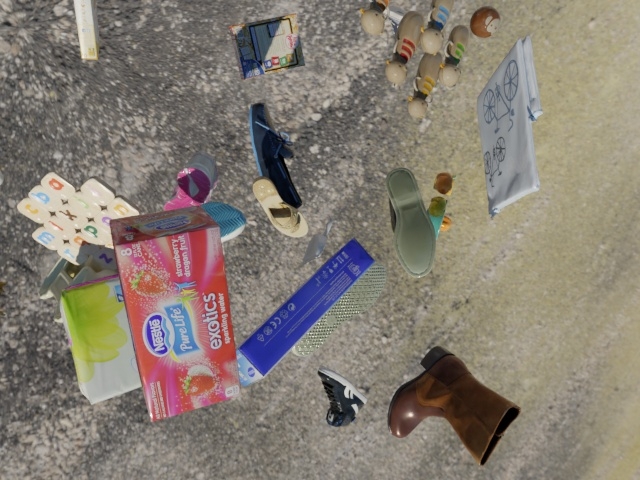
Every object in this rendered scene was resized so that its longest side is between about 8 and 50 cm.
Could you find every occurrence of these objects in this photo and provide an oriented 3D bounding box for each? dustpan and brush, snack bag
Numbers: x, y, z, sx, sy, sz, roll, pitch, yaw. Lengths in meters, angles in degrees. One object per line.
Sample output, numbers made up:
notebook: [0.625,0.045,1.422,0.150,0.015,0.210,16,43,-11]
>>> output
dustpan and brush: [0.000,0.000,1.984,0.060,0.147,0.211,21,69,-18]
snack bag: [0.445,-0.248,1.183,0.037,0.323,0.343,-4,82,0]

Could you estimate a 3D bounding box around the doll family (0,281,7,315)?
doll family: [-0.262,0.070,0.320,0.118,0.163,0.263,-6,141,-10]

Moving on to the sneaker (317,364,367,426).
sneaker: [0.042,0.439,1.363,0.217,0.079,0.121,47,68,-36]

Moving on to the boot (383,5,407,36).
boot: [0.275,-0.795,1.824,0.069,0.190,0.086,-11,130,-16]

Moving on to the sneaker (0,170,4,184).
sneaker: [-0.844,-0.239,1.216,0.094,0.090,0.235,-39,133,-21]

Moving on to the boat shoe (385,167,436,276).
boat shoe: [0.180,-0.031,0.985,0.081,0.228,0.069,-11,158,11]

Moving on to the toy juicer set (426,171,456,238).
toy juicer set: [0.377,-0.062,1.595,0.089,0.209,0.329,16,92,9]

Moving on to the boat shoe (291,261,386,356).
boat shoe: [0.052,0.242,1.944,0.500,0.156,0.187,-39,123,-17]

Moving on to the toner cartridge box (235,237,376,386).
toner cartridge box: [-0.043,0.147,1.045,0.075,0.165,0.348,46,60,2]

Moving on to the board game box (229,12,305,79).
board game box: [-0.151,-0.561,1.445,0.193,0.045,0.147,-18,115,-16]

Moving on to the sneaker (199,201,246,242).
sneaker: [-0.245,-0.019,1.076,0.092,0.228,0.088,21,59,-55]

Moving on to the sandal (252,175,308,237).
sandal: [-0.113,-0.071,1.414,0.088,0.079,0.240,-30,124,11]

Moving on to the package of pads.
package of pads: [-0.516,0.237,1.270,0.229,0.101,0.297,-16,95,-27]

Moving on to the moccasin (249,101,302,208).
moccasin: [-0.128,-0.254,1.527,0.116,0.138,0.342,-11,101,12]

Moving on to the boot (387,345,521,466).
boot: [0.296,0.417,1.154,0.096,0.280,0.264,38,91,-29]

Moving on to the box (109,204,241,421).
box: [-0.196,0.095,0.682,0.128,0.122,0.257,-11,111,-22]

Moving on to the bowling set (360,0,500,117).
bowling set: [0.213,-0.364,0.921,0.287,0.199,0.154,34,70,-44]

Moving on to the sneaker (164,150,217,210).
sneaker: [-0.313,-0.128,1.260,0.102,0.252,0.111,30,51,-14]

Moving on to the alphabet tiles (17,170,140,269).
alphabet tiles: [-0.576,-0.042,1.227,0.284,0.021,0.278,-32,124,27]

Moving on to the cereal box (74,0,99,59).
cereal box: [-0.626,-0.628,1.331,0.047,0.173,0.240,-3,126,-19]

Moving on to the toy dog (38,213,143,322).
toy dog: [-0.577,0.145,1.549,0.408,0.284,0.396,39,69,-41]
